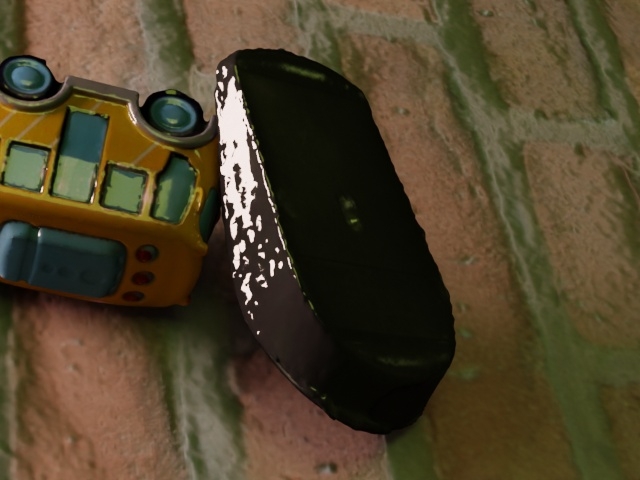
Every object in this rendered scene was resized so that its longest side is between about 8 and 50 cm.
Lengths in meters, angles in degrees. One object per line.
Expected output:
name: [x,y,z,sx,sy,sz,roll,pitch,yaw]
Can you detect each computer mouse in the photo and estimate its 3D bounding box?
computer mouse: [-0.004,0.003,1.254,0.168,0.087,0.295,11,54,-48]

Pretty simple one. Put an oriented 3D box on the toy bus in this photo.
toy bus: [-0.167,-0.031,1.243,0.209,0.126,0.136,13,49,-10]
